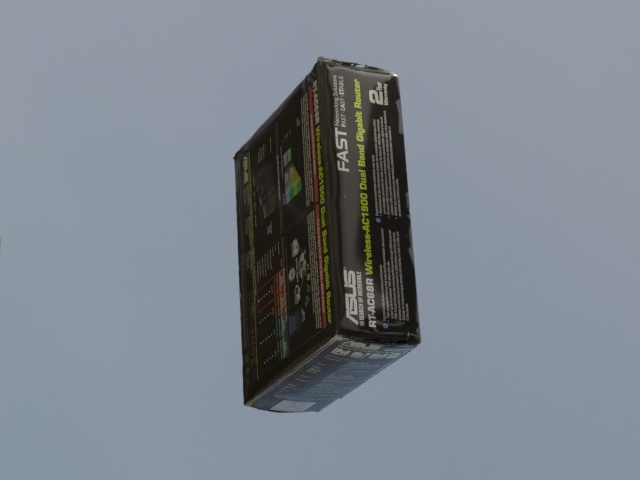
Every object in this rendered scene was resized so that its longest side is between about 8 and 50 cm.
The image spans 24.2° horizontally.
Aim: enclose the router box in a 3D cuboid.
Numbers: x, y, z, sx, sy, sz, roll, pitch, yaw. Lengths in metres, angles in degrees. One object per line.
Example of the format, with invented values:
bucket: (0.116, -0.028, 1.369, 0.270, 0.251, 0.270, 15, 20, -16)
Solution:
router box: (0.000, 0.000, 0.616, 0.092, 0.038, 0.122, 138, -46, -56)
